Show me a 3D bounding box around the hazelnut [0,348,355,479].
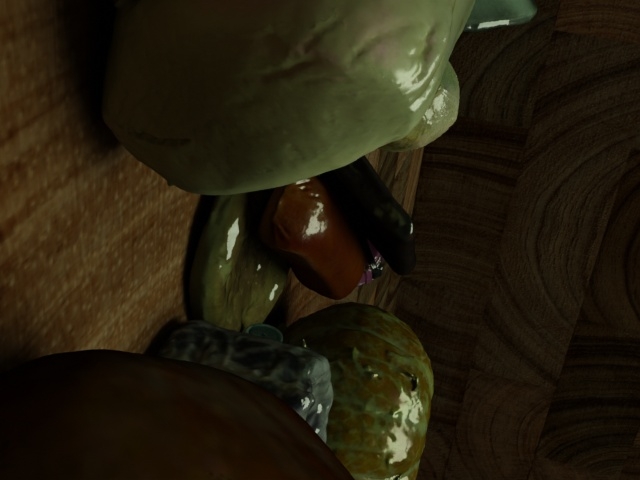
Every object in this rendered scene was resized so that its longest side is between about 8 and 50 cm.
[{"bbox_3d":[-0.088,0.240,0.400,0.366,0.366,0.366,13,90,-79],"label":"hazelnut"}]

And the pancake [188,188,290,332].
[{"bbox_3d":[-0.063,-0.024,0.860,0.294,0.049,0.294,14,90,-80],"label":"pancake"}]

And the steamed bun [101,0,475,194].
[{"bbox_3d":[-0.037,-0.129,0.475,0.152,0.238,0.170,42,54,-30],"label":"steamed bun"}]

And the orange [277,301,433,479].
[{"bbox_3d":[0.025,0.246,1.104,0.329,0.249,0.329,18,90,-85],"label":"orange"}]

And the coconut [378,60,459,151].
[{"bbox_3d":[0.129,-0.230,1.255,0.194,0.194,0.194,13,90,-79],"label":"coconut"}]

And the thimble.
[{"bbox_3d":[-0.086,0.201,0.735,0.217,0.157,0.245,-64,164,-58],"label":"thimble"}]

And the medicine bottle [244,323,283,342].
[{"bbox_3d":[-0.080,0.189,0.889,0.053,0.090,0.208,-18,131,-42],"label":"medicine bottle"}]

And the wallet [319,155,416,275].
[{"bbox_3d":[0.044,-0.052,0.848,0.049,0.182,0.229,-36,169,1],"label":"wallet"}]

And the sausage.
[{"bbox_3d":[0.000,0.000,0.861,0.089,0.083,0.300,-57,165,-7],"label":"sausage"}]

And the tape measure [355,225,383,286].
[{"bbox_3d":[0.045,0.012,1.275,0.074,0.118,0.125,81,7,-59],"label":"tape measure"}]

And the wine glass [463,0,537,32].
[{"bbox_3d":[0.112,-0.427,0.760,0.267,0.267,0.406,-57,155,-60],"label":"wine glass"}]
